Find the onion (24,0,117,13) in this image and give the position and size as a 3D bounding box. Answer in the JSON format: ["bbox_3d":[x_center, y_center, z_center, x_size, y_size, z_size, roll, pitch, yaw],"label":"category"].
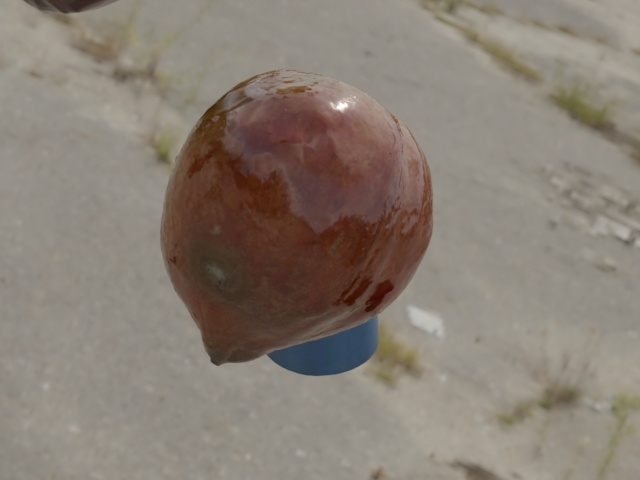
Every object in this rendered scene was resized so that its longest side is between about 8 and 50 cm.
[{"bbox_3d":[-0.313,-0.550,2.329,0.420,0.398,0.398,-29,45,-23],"label":"onion"}]

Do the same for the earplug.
[{"bbox_3d":[0.000,0.000,1.694,0.132,0.273,0.132,0,36,0],"label":"earplug"}]

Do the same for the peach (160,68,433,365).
[{"bbox_3d":[-0.031,-0.011,1.348,0.232,0.256,0.232,21,-10,4],"label":"peach"}]
